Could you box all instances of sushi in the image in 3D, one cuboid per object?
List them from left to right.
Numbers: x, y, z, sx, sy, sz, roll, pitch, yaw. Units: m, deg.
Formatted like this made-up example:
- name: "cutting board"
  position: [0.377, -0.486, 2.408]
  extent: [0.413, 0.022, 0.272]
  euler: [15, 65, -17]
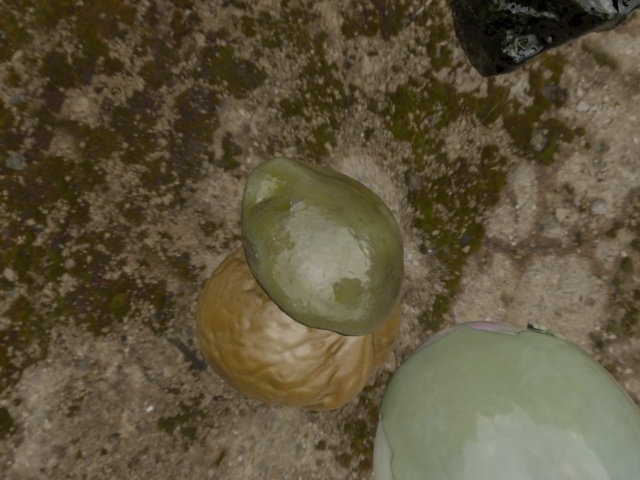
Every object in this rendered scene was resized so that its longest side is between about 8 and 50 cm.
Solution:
- name: "sushi"
  position: [0.348, -0.378, 0.817]
  extent: [0.211, 0.350, 0.170]
  euler: [-48, 112, -37]

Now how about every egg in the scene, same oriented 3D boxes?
- name: "egg"
  position: [0.126, 0.147, 0.389]
  extent: [0.183, 0.217, 0.182]
  euler: [1, 114, 2]

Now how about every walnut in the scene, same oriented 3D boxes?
- name: "walnut"
  position: [-0.032, 0.119, 0.882]
  extent: [0.333, 0.333, 0.332]
  euler: [0, 88, 7]

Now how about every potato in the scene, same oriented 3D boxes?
- name: "potato"
  position: [0.000, 0.000, 0.637]
  extent: [0.160, 0.178, 0.235]
  euler: [-44, 67, 12]
